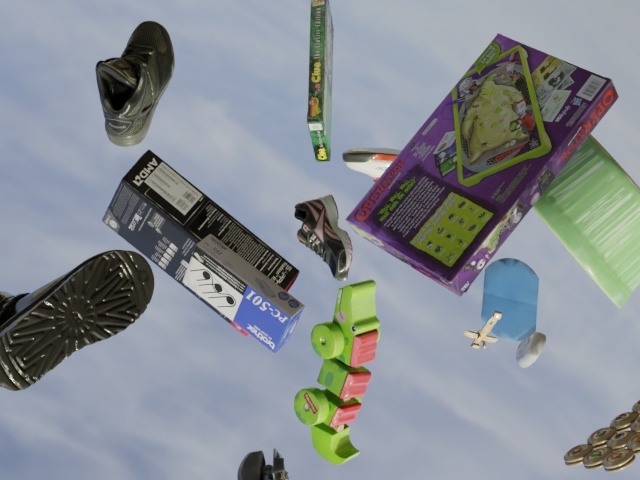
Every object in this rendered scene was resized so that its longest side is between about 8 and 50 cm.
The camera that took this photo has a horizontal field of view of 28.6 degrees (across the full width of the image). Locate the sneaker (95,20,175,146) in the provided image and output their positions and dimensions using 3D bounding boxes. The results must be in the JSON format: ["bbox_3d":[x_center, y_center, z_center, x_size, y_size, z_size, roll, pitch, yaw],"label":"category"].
[{"bbox_3d":[-0.288,-0.272,1.965,0.087,0.130,0.227,12,-119,7],"label":"sneaker"}]

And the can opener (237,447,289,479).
[{"bbox_3d":[-0.093,0.466,2.067,0.283,0.095,0.076,-88,-11,-48],"label":"can opener"}]

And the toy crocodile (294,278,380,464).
[{"bbox_3d":[0.043,0.228,2.186,0.115,0.340,0.105,-6,-154,-45],"label":"toy crocodile"}]

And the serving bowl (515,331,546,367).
[{"bbox_3d":[0.427,0.220,2.580,0.027,0.083,0.083,35,-158,-10],"label":"serving bowl"}]

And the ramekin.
[{"bbox_3d":[0.456,-0.049,2.092,0.303,0.148,0.303,48,-171,-10],"label":"ramekin"}]

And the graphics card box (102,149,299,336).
[{"bbox_3d":[-0.233,0.011,2.393,0.371,0.233,0.094,38,-116,-2],"label":"graphics card box"}]

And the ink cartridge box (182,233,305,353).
[{"bbox_3d":[-0.131,0.089,2.104,0.207,0.097,0.046,37,-137,12],"label":"ink cartridge box"}]

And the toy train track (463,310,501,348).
[{"bbox_3d":[0.225,0.125,1.702,0.048,0.083,0.014,14,-132,-11],"label":"toy train track"}]

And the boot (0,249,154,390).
[{"bbox_3d":[-0.476,0.115,2.103,0.348,0.260,0.131,-32,-67,-33],"label":"boot"}]

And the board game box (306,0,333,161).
[{"bbox_3d":[0.001,-0.274,2.061,0.030,0.136,0.259,0,-114,4],"label":"board game box"}]

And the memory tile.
[{"bbox_3d":[0.354,0.215,1.420,0.012,0.148,0.113,63,158,-7],"label":"memory tile"}]

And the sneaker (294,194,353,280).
[{"bbox_3d":[0.000,0.000,2.140,0.077,0.072,0.178,-6,-135,-16],"label":"sneaker"}]

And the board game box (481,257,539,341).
[{"bbox_3d":[0.374,0.120,2.528,0.133,0.033,0.168,12,-105,-25],"label":"board game box"}]

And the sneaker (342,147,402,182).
[{"bbox_3d":[0.165,-0.093,2.350,0.270,0.145,0.090,3,-168,-20],"label":"sneaker"}]

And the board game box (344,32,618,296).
[{"bbox_3d":[0.214,-0.109,1.685,0.208,0.347,0.056,34,170,36],"label":"board game box"}]
